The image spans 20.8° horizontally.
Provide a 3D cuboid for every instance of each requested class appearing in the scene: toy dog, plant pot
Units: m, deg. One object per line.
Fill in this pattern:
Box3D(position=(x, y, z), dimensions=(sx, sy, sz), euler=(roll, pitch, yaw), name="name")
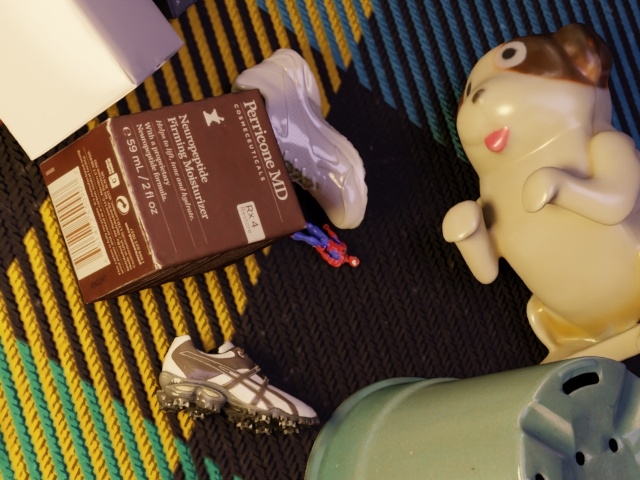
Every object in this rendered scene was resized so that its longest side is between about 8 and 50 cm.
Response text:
Box3D(position=(0.328, -0.068, 2.167), dimensions=(0.395, 0.284, 0.408), euler=(-31, 92, -38), name="toy dog")
Box3D(position=(0.210, 0.283, 1.928), dimensions=(0.341, 0.334, 0.341), euler=(12, 67, -31), name="plant pot")

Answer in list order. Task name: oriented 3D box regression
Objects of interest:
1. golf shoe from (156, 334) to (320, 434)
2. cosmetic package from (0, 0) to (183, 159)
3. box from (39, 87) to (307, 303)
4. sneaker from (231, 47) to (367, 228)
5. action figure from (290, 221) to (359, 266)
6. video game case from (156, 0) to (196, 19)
Box3D(position=(-0.083, 0.158, 1.926), dimensions=(0.198, 0.077, 0.094), euler=(19, 64, -30), name="golf shoe")
Box3D(position=(-0.325, -0.289, 1.814), dimensions=(0.365, 0.155, 0.197), euler=(55, 19, -8), name="cosmetic package")
Box3D(position=(-0.161, -0.048, 1.883), dimensions=(0.203, 0.167, 0.168), euler=(-16, 84, -38), name="box")
Box3D(position=(-0.034, -0.106, 2.054), dimensions=(0.115, 0.090, 0.232), euler=(-26, 81, -31), name="sneaker")
Box3D(position=(0.000, 0.000, 2.069), dimensions=(0.115, 0.030, 0.038), euler=(33, 53, -24), name="action figure")
Box3D(position=(-0.126, -0.415, 2.062), dimensions=(0.274, 0.026, 0.196), euler=(-46, 133, -35), name="video game case")
